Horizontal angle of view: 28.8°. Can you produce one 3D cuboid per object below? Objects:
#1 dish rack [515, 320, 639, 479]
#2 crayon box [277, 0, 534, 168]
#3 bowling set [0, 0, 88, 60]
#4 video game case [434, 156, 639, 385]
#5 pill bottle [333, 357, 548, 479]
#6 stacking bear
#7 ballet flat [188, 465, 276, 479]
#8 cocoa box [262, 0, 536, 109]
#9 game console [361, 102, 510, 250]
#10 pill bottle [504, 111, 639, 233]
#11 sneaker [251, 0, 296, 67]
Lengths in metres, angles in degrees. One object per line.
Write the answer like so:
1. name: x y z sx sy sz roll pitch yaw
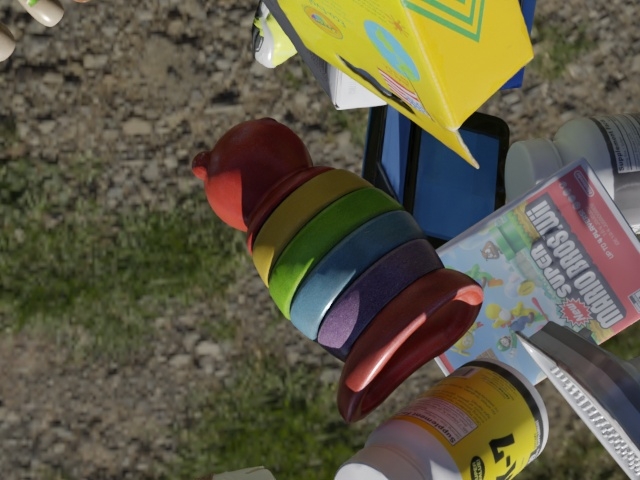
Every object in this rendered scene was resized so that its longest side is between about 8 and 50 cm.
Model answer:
1. dish rack: 0.336 0.200 1.288 0.072 0.333 0.285 -40 95 0
2. crayon box: 0.019 -0.201 0.779 0.081 0.202 0.318 -43 145 -8
3. bowling set: -0.402 -0.400 1.737 0.200 0.287 0.154 1 150 44
4. video game case: 0.253 0.059 1.516 0.285 0.025 0.204 -33 90 7
5. pill bottle: 0.116 0.207 1.194 0.208 0.119 0.119 -29 149 -41
6. stacking bear: 0.000 0.000 1.197 0.175 0.289 0.164 -36 159 -21
7. ballet flat: -0.083 0.366 1.653 0.124 0.116 0.342 -41 140 7
8. cocoa box: 0.076 -0.336 1.420 0.228 0.347 0.231 -8 126 -18
9. game console: 0.186 -0.135 1.957 0.173 0.293 0.250 -3 149 18
10. pill bottle: 0.436 -0.095 1.795 0.318 0.176 0.176 -6 134 -10
11. sneaker: 0.049 -0.399 1.851 0.384 0.147 0.145 -49 168 -4
